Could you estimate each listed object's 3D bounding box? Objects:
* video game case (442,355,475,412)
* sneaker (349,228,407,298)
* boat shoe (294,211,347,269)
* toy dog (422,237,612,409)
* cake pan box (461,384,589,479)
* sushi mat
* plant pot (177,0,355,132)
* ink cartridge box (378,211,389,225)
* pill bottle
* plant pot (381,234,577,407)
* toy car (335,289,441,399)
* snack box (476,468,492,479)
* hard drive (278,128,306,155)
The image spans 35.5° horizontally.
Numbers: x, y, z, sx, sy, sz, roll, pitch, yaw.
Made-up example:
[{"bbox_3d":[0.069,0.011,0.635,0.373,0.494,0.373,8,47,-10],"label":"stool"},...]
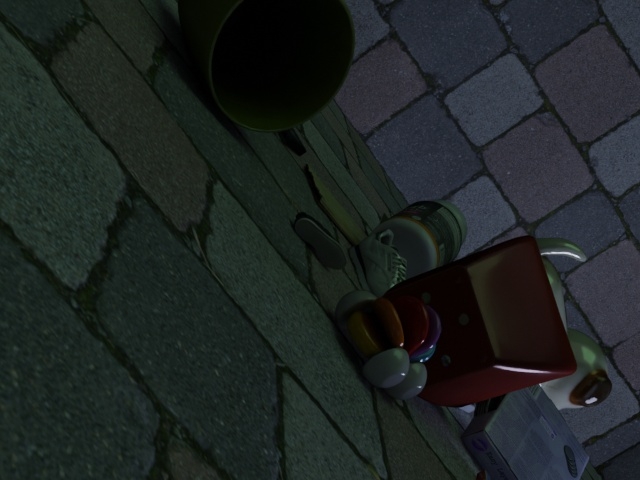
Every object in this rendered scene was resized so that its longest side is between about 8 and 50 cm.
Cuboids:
[{"bbox_3d":[0.245,0.260,2.117,0.206,0.026,0.227,61,10,24],"label":"video game case"},{"bbox_3d":[0.130,0.069,1.972,0.090,0.094,0.235,49,14,-43],"label":"sneaker"},{"bbox_3d":[0.000,0.000,1.717,0.125,0.046,0.038,42,20,-25],"label":"boat shoe"},{"bbox_3d":[0.472,0.215,2.244,0.408,0.395,0.284,48,-1,-20],"label":"toy dog"},{"bbox_3d":[0.412,0.411,1.999,0.267,0.070,0.246,54,39,-7],"label":"cake pan box"},{"bbox_3d":[0.064,-0.029,2.189,0.316,0.019,0.151,49,12,-38],"label":"sushi mat"},{"bbox_3d":[-0.130,-0.375,1.760,0.275,0.275,0.293,47,-1,-44],"label":"plant pot"},{"bbox_3d":[0.223,0.046,2.432,0.235,0.056,0.171,61,-14,16],"label":"ink cartridge box"},{"bbox_3d":[0.220,0.002,2.204,0.162,0.162,0.278,57,29,2],"label":"pill bottle"},{"bbox_3d":[0.260,0.152,1.797,0.235,0.267,0.268,3,67,-55],"label":"plant pot"},{"bbox_3d":[0.118,0.145,1.545,0.182,0.136,0.159,41,18,-57],"label":"toy car"},{"bbox_3d":[0.302,0.462,1.751,0.064,0.022,0.178,55,10,-4],"label":"snack box"},{"bbox_3d":[-0.084,-0.255,2.183,0.135,0.022,0.094,60,11,21],"label":"hard drive"}]
